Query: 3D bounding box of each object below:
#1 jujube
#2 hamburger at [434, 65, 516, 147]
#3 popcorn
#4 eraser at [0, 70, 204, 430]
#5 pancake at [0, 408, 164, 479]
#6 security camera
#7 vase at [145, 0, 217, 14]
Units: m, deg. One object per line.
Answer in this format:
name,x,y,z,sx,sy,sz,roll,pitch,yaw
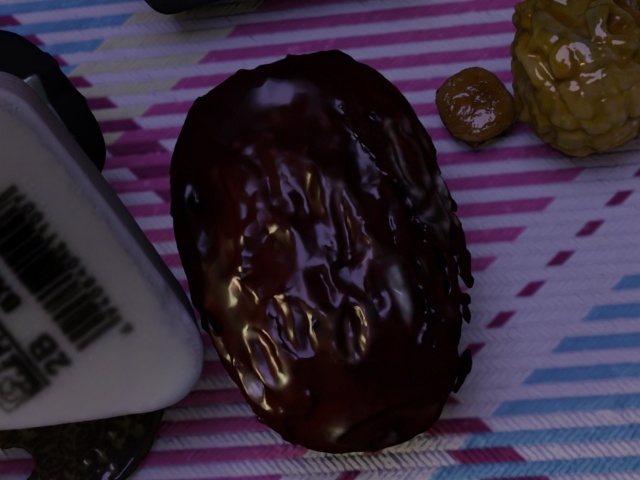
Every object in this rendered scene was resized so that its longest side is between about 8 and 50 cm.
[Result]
jujube,0.000,0.000,1.517,0.258,0.258,0.377,-17,58,4
hamburger,0.154,-0.132,1.657,0.076,0.044,0.083,-36,65,-5
popcorn,0.260,-0.169,1.600,0.180,0.180,0.170,48,120,27
eraser,-0.248,0.048,1.493,0.331,0.331,0.150,-30,18,-3
pancake,-0.286,0.143,1.629,0.288,0.033,0.286,-15,64,6
security camera,-0.365,-0.058,1.624,0.197,0.191,0.277,28,57,37
vase,-0.060,-0.350,1.719,0.291,0.245,0.245,-18,62,10
